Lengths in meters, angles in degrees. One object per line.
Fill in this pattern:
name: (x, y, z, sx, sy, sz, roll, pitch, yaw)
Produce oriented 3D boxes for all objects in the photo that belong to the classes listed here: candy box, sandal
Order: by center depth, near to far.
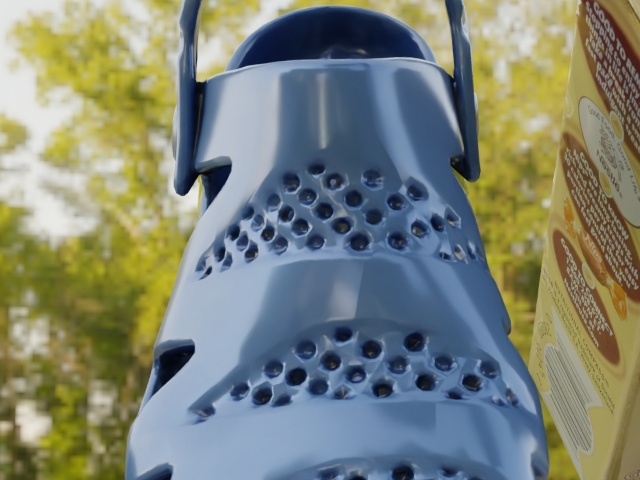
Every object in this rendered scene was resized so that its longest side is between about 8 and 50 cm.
sandal: (0.000, 0.000, 0.524, 0.126, 0.317, 0.138, -5, -49, -3)
candy box: (0.187, -0.015, 0.672, 0.183, 0.087, 0.316, -20, -28, -9)
